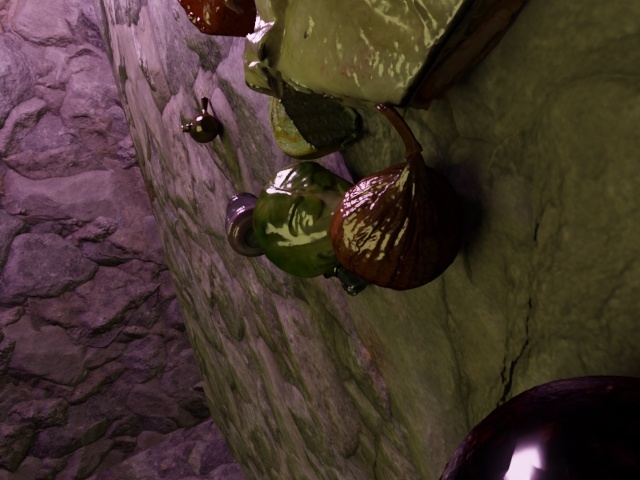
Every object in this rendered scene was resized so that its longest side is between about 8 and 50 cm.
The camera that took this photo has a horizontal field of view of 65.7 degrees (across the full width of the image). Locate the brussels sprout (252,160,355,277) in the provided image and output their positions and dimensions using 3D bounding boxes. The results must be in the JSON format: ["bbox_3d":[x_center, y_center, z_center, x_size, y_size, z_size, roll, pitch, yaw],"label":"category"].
[{"bbox_3d":[-0.015,-0.026,0.727,0.180,0.161,0.144,23,174,45],"label":"brussels sprout"}]

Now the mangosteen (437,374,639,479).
[{"bbox_3d":[0.230,0.246,0.302,0.347,0.307,0.307,8,118,32],"label":"mangosteen"}]

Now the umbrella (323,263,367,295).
[{"bbox_3d":[0.000,0.000,0.833,0.236,0.059,0.066,54,168,35],"label":"umbrella"}]

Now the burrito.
[{"bbox_3d":[0.046,-0.203,0.465,0.347,0.107,0.175,18,135,38],"label":"burrito"}]

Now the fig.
[{"bbox_3d":[0.092,-0.046,0.506,0.134,0.146,0.201,39,144,23],"label":"fig"}]

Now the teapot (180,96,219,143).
[{"bbox_3d":[-0.285,-0.291,1.184,0.080,0.085,0.110,4,91,62],"label":"teapot"}]

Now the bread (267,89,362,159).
[{"bbox_3d":[-0.019,-0.157,0.700,0.156,0.103,0.110,66,150,27],"label":"bread"}]

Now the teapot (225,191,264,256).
[{"bbox_3d":[-0.139,-0.038,1.061,0.116,0.148,0.146,-57,34,16],"label":"teapot"}]

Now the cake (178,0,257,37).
[{"bbox_3d":[-0.140,-0.424,0.709,0.283,0.151,0.177,59,141,23],"label":"cake"}]
